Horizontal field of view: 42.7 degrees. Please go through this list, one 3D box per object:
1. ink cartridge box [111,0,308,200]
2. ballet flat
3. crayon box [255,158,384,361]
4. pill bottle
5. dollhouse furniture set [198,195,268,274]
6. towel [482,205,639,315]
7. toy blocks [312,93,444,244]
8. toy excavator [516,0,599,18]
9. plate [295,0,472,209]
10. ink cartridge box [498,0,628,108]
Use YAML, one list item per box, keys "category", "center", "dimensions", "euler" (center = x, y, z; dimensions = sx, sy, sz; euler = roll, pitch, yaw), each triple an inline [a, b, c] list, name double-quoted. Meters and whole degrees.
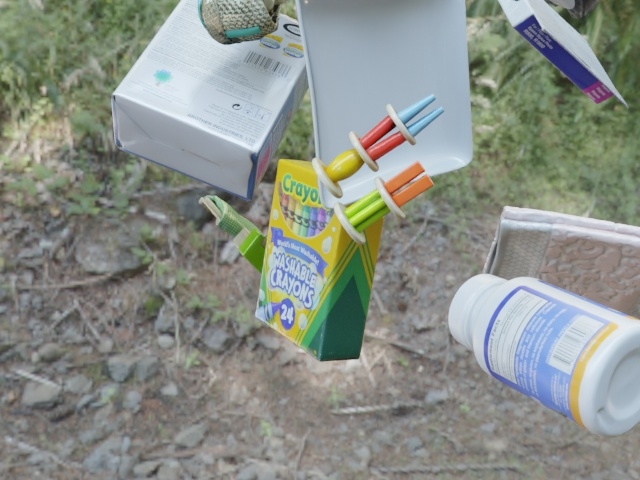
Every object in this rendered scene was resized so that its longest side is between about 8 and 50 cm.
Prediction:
- category: "ink cartridge box"
  center: [-0.167, -0.300, 1.499]
  dimensions: [0.270, 0.151, 0.396]
  euler: [23, 57, 2]
- category: "ballet flat"
  center: [-0.048, -0.530, 1.398]
  dimensions: [0.182, 0.164, 0.483]
  euler: [6, 64, 26]
- category: "crayon box"
  center: [0.000, 0.000, 1.275]
  dimensions: [0.083, 0.323, 0.203]
  euler: [2, 13, -34]
- category: "pill bottle"
  center: [0.302, 0.138, 1.096]
  dimensions: [0.152, 0.152, 0.272]
  euler: [-10, 20, -31]
- category: "dollhouse furniture set"
  center: [-0.111, -0.026, 1.769]
  dimensions: [0.151, 0.197, 0.301]
  euler: [-43, 34, -2]
- category: "towel"
  center: [0.488, 0.059, 1.617]
  dimensions: [0.316, 0.332, 0.053]
  euler: [10, 61, 9]
- category: "toy blocks"
  center: [0.076, -0.081, 0.858]
  dimensions: [0.054, 0.148, 0.123]
  euler: [39, 21, -51]
- category: "toy excavator"
  center: [0.127, -0.466, 0.779]
  dimensions: [0.445, 0.222, 0.433]
  euler: [42, 8, -22]
- category: "plate"
  center: [0.085, -0.205, 1.071]
  dimensions: [0.277, 0.278, 0.045]
  euler: [-19, 21, -34]
- category: "ink cartridge box"
  center: [0.559, -0.466, 1.939]
  dimensions: [0.324, 0.071, 0.330]
  euler: [32, 33, -28]
